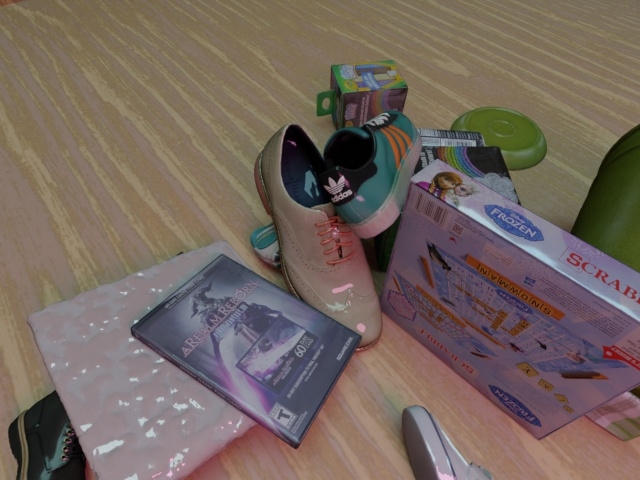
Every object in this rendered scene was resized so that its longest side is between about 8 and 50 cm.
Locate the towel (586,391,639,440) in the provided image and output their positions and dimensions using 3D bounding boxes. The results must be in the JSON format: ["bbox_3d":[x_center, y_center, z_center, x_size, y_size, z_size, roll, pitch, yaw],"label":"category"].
[{"bbox_3d":[0.394,0.228,0.587,0.152,0.113,0.023,35,66,23],"label":"towel"}]

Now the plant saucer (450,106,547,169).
[{"bbox_3d":[0.456,-0.272,1.030,0.241,0.037,0.240,0,52,0],"label":"plant saucer"}]

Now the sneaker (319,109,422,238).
[{"bbox_3d":[0.078,-0.143,0.625,0.108,0.121,0.302,-24,30,33],"label":"sneaker"}]

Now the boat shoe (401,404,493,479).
[{"bbox_3d":[0.191,0.336,0.522,0.085,0.095,0.257,-15,64,-17],"label":"boat shoe"}]

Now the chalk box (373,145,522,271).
[{"bbox_3d":[0.188,-0.058,0.770,0.290,0.179,0.180,0,53,1],"label":"chalk box"}]

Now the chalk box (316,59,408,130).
[{"bbox_3d":[0.093,-0.361,1.035,0.213,0.132,0.131,-6,53,-7],"label":"chalk box"}]

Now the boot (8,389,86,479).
[{"bbox_3d":[-0.326,0.267,0.542,0.137,0.077,0.198,-46,64,-5],"label":"boot"}]

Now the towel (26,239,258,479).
[{"bbox_3d":[-0.199,0.158,0.600,0.332,0.053,0.317,-24,55,-37],"label":"towel"}]

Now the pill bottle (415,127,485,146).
[{"bbox_3d":[0.220,-0.181,0.896,0.246,0.130,0.130,4,52,3],"label":"pill bottle"}]

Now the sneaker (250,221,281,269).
[{"bbox_3d":[-0.022,-0.057,0.817,0.110,0.106,0.275,32,57,33],"label":"sneaker"}]

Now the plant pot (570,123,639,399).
[{"bbox_3d":[0.528,0.048,0.592,0.367,0.366,0.353,38,66,26],"label":"plant pot"}]

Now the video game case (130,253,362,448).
[{"bbox_3d":[-0.099,0.141,0.596,0.275,0.026,0.196,29,42,13],"label":"video game case"}]

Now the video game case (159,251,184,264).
[{"bbox_3d":[-0.270,0.172,0.670,0.248,0.035,0.275,-33,59,-24],"label":"video game case"}]

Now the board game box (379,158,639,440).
[{"bbox_3d":[0.237,0.095,0.559,0.066,0.317,0.319,-37,61,-27],"label":"board game box"}]

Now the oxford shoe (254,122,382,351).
[{"bbox_3d":[0.000,0.000,0.664,0.141,0.146,0.396,-26,86,-19],"label":"oxford shoe"}]
